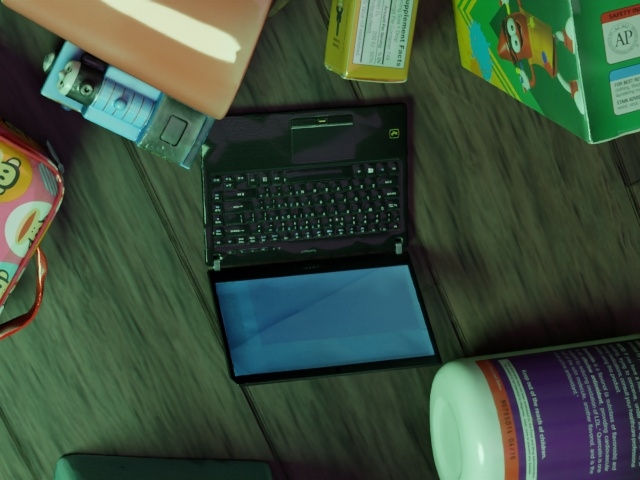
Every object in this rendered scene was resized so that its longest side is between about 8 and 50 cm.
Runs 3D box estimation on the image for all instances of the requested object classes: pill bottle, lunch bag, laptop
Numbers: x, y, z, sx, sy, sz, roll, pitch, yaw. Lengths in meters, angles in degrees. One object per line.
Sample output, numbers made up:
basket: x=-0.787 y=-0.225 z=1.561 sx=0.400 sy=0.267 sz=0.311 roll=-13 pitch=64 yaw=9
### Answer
pill bottle: x=0.297 y=0.206 z=1.966 sx=0.323 sy=0.181 sz=0.181 roll=-7 pitch=106 yaw=-12
lunch bag: x=-0.395 y=0.002 z=1.763 sx=0.258 sy=0.120 sz=0.293 roll=31 pitch=95 yaw=-21
laptop: x=0.000 y=0.000 z=1.857 sx=0.234 sy=0.136 sz=0.264 roll=-5 pitch=106 yaw=-14

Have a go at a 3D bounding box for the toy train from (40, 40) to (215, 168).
toy train: x=-0.198 y=-0.143 z=1.782 sx=0.184 sy=0.105 sz=0.080 roll=26 pitch=97 yaw=-20

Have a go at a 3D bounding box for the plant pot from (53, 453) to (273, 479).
plant pot: x=-0.161 y=0.395 z=1.862 sx=0.248 sy=0.252 sz=0.247 roll=4 pitch=104 yaw=-15

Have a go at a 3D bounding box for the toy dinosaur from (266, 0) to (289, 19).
toy dinosaur: x=-0.006 y=-0.279 z=1.755 sx=0.211 sy=0.112 sz=0.064 roll=-45 pitch=79 yaw=18

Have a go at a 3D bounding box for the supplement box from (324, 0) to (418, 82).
supplement box: x=0.062 y=-0.287 z=1.826 sx=0.080 sy=0.078 sz=0.233 roll=6 pitch=104 yaw=-18

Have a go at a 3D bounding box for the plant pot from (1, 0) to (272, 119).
plant pot: x=-0.166 y=-0.282 z=1.685 sx=0.243 sy=0.275 sz=0.275 roll=18 pitch=100 yaw=-8

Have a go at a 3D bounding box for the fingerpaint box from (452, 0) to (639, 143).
fingerpaint box: x=0.394 y=-0.268 z=1.761 sx=0.445 sy=0.371 sz=0.163 roll=-15 pitch=110 yaw=-9
